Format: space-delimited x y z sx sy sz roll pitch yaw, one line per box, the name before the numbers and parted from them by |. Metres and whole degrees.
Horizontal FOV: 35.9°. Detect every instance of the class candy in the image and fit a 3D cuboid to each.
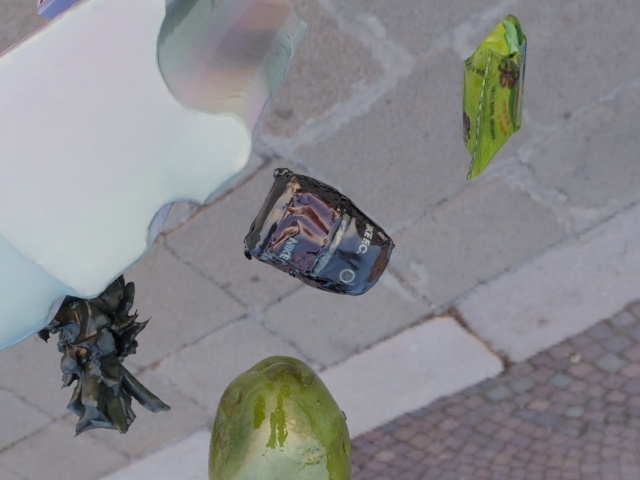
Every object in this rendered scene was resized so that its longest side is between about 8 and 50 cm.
candy | 0.198 -0.171 1.144 0.069 0.246 0.149 3 111 15

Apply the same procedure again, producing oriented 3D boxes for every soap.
soap | -0.133 -0.079 0.592 0.208 0.347 0.115 -31 109 18

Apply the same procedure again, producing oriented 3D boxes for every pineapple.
pineapple | -0.211 0.045 0.847 0.128 0.128 0.248 -15 96 22

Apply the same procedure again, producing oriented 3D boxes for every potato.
potato | -0.053 0.260 1.155 0.186 0.253 0.148 -21 154 27

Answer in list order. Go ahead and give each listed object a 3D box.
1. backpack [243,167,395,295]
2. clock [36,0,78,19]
backpack | 0.003 -0.003 1.150 0.165 0.106 0.120 23 95 -9
clock | -0.457 -0.512 1.825 0.073 0.193 0.144 14 163 -34
